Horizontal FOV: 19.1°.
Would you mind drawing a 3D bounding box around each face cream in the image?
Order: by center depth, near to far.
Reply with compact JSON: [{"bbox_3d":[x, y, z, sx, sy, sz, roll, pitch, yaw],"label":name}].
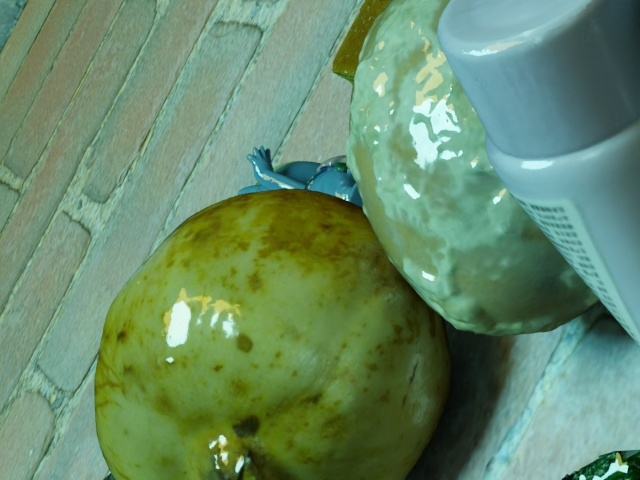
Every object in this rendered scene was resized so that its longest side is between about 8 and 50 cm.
[{"bbox_3d":[0.149,-0.007,0.895,0.096,0.274,0.154,-28,30,4],"label":"face cream"}]

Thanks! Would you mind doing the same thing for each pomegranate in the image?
[{"bbox_3d":[-0.032,0.087,1.218,0.248,0.248,0.248,-47,26,32],"label":"pomegranate"}]

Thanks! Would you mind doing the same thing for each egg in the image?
[{"bbox_3d":[0.114,-0.061,1.103,0.203,0.203,0.245,-28,51,54],"label":"egg"}]

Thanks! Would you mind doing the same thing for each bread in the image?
[{"bbox_3d":[0.055,-0.171,1.571,0.094,0.035,0.090,-62,22,0],"label":"bread"}]

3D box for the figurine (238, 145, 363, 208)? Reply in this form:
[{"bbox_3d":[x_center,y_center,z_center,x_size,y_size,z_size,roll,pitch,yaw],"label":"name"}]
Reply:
[{"bbox_3d":[0.004,0.004,1.354,0.178,0.114,0.145,-26,57,59],"label":"figurine"}]

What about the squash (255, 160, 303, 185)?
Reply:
[{"bbox_3d":[-0.039,0.052,1.469,0.083,0.083,0.250,-21,49,59],"label":"squash"}]

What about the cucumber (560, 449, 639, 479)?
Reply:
[{"bbox_3d":[0.101,0.179,1.053,0.256,0.043,0.044,-42,35,39],"label":"cucumber"}]

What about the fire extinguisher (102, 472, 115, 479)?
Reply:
[{"bbox_3d":[-0.167,0.198,1.633,0.100,0.032,0.046,-42,40,29],"label":"fire extinguisher"}]
